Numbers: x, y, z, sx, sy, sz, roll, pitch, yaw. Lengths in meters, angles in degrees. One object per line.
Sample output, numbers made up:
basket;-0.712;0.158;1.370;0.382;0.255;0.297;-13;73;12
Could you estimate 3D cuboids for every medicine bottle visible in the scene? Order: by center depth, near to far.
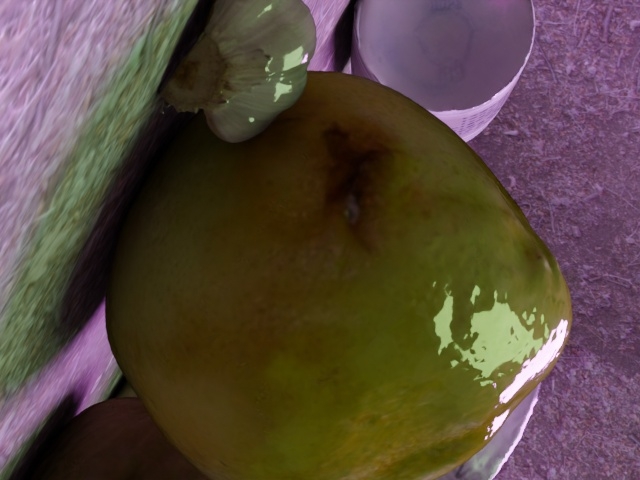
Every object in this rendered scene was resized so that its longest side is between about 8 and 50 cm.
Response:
medicine bottle;0.129;-0.209;1.817;0.190;0.190;0.332;-60;177;-4

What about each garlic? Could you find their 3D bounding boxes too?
garlic;-0.040;-0.116;0.981;0.094;0.074;0.113;-38;145;-56

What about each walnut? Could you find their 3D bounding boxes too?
walnut;-0.152;0.268;1.310;0.227;0.283;0.283;25;96;-45

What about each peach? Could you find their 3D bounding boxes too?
peach;0.002;0.032;1.126;0.314;0.282;0.315;-24;153;13

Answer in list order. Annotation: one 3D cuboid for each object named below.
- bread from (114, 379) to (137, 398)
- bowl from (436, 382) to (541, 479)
bread;-0.159;0.145;1.614;0.178;0.060;0.139;-59;176;-26
bowl;0.026;0.118;1.613;0.353;0.185;0.354;-26;-141;24
